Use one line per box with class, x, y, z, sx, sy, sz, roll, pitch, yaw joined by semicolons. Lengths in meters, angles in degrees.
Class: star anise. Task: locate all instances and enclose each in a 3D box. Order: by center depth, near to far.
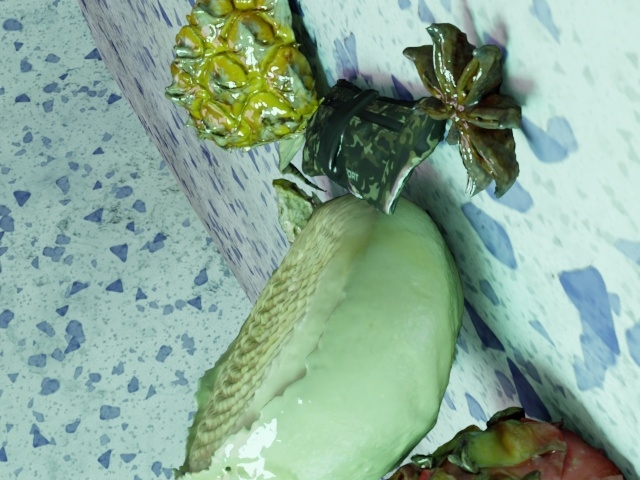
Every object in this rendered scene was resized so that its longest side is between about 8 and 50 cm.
star anise;0.108;-0.096;0.598;0.141;0.042;0.141;61;170;19

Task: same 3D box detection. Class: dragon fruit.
dragon fruit;0.150;0.307;0.755;0.269;0.291;0.250;51;159;32

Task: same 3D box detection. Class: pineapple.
pineapple;-0.084;-0.158;0.982;0.158;0.161;0.334;55;165;18

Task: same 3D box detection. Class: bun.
bun;0.019;0.132;0.855;0.202;0.364;0.364;33;172;-9

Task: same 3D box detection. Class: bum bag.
bum bag;0.039;-0.092;0.785;0.069;0.102;0.248;34;180;-23

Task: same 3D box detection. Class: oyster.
oyster;0.006;0.008;1.139;0.133;0.072;0.209;56;-179;32

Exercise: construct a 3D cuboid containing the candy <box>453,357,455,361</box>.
candy;0.105;0.130;1.021;0.110;0.095;0.085;52;127;46
